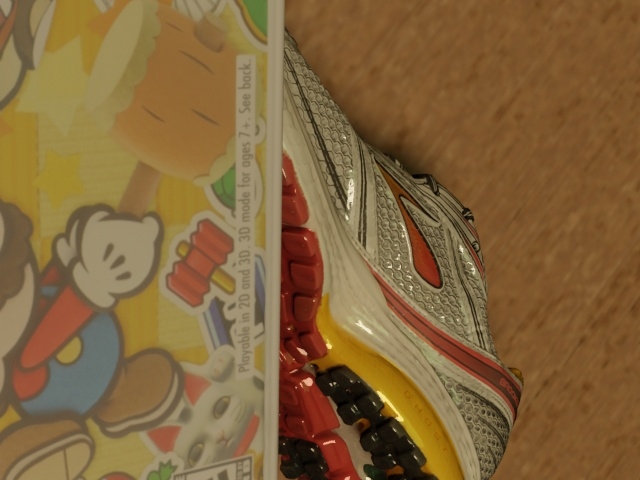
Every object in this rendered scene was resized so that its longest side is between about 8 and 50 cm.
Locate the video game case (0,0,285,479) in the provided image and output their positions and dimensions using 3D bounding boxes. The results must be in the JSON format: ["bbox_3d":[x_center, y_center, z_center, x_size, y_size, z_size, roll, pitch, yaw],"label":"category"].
[{"bbox_3d":[-0.095,-0.013,0.378,0.206,0.026,0.227,-8,105,-39],"label":"video game case"}]

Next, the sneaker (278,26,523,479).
[{"bbox_3d":[0.000,0.000,0.524,0.093,0.088,0.225,-47,120,-40],"label":"sneaker"}]
